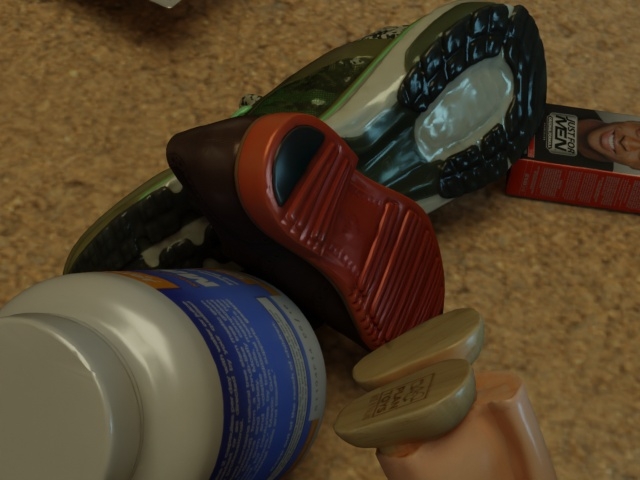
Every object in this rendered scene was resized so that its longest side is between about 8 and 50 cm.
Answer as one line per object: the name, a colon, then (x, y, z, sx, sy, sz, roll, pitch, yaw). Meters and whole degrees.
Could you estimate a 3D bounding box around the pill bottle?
pill bottle: (-0.108, 0.092, 0.905, 0.152, 0.152, 0.272, 28, 8, 17)

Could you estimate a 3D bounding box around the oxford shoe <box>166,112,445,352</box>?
oxford shoe: (0.000, 0.000, 1.042, 0.098, 0.271, 0.097, 7, 61, 35)

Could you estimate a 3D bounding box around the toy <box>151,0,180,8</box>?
toy: (-0.177, -0.256, 1.359, 0.237, 0.056, 0.137, 27, 55, 23)

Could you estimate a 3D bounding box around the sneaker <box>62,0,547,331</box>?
sneaker: (-0.025, -0.049, 1.173, 0.410, 0.158, 0.182, -31, 27, -26)

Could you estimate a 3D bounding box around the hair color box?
hair color box: (0.218, -0.063, 1.240, 0.141, 0.043, 0.072, 8, 48, 0)

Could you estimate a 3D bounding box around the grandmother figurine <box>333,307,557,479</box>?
grandmother figurine: (0.119, 0.216, 0.830, 0.104, 0.342, 0.208, -21, 15, 25)
